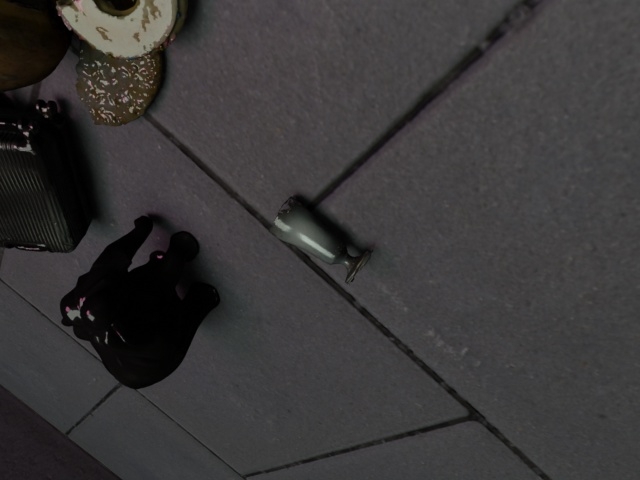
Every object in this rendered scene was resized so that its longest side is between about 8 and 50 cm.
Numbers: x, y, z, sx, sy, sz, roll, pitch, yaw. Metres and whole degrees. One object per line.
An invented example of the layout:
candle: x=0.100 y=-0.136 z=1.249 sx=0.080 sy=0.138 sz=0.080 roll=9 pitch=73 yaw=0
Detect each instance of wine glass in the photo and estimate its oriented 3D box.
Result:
wine glass: x=0.000 y=0.000 z=0.762 sx=0.155 sy=0.072 sz=0.072 roll=34 pitch=135 yaw=2

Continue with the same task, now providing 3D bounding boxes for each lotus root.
lotus root: x=-0.447 y=-0.338 z=0.648 sx=0.272 sy=0.192 sz=0.271 roll=170 pitch=90 yaw=-69

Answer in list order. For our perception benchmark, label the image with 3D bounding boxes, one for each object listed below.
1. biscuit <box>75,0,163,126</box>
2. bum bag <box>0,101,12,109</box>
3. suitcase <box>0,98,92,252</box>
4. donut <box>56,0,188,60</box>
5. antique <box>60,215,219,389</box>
biscuit: x=-0.299 y=-0.280 z=0.726 sx=0.141 sy=0.038 sz=0.289 roll=28 pitch=132 yaw=2
bum bag: x=-0.697 y=-0.288 z=0.928 sx=0.137 sy=0.074 sz=0.310 roll=-28 pitch=114 yaw=29
suitcase: x=-0.568 y=-0.119 z=0.925 sx=0.202 sy=0.128 sz=0.312 roll=6 pitch=132 yaw=-3
donut: x=-0.241 y=-0.298 z=0.632 sx=0.166 sy=0.065 sz=0.108 roll=-23 pitch=123 yaw=10
antique: x=-0.341 y=0.139 z=0.949 sx=0.185 sy=0.255 sz=0.322 roll=8 pitch=127 yaw=28
